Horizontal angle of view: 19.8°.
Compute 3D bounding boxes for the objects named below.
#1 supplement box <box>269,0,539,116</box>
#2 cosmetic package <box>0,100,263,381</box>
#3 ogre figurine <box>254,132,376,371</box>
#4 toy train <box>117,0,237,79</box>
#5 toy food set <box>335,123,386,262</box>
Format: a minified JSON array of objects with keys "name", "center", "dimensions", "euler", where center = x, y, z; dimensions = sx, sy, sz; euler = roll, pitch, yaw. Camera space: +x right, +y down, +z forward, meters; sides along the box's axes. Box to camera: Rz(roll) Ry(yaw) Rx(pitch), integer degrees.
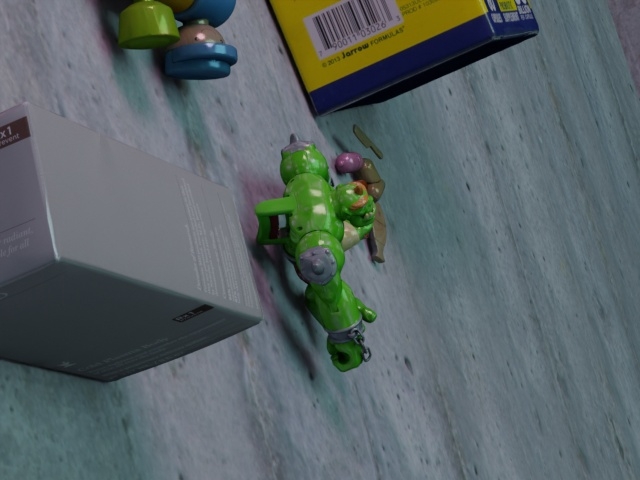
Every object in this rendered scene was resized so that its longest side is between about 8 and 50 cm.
[{"name":"supplement box","center":[0.041,-0.323,1.764],"dimensions":[0.356,0.195,0.194],"euler":[67,21,0]},{"name":"cosmetic package","center":[-0.148,0.008,1.082],"dimensions":[0.238,0.127,0.107],"euler":[16,55,-62]},{"name":"ogre figurine","center":[0.000,0.000,1.501],"dimensions":[0.118,0.097,0.197],"euler":[69,27,-54]},{"name":"toy train","center":[-0.138,-0.209,1.374],"dimensions":[0.248,0.105,0.143],"euler":[14,70,-64]},{"name":"toy food set","center":[0.036,-0.044,1.727],"dimensions":[0.078,0.019,0.122],"euler":[44,39,-45]}]
